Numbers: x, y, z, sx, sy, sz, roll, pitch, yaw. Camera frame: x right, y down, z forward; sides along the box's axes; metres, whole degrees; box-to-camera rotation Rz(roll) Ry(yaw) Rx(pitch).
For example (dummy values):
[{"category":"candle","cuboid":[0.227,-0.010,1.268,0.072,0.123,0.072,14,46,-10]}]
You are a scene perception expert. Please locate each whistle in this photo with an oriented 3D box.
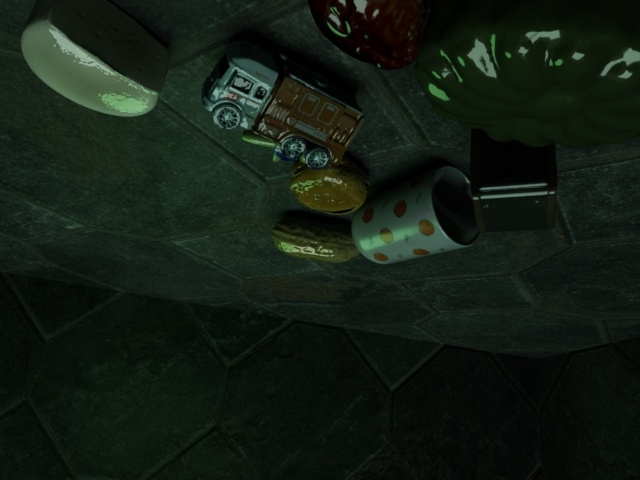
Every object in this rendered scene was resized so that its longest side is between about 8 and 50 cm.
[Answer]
[{"category":"whistle","cuboid":[-0.071,-0.227,1.139,0.228,0.105,0.085,7,122,-7]}]

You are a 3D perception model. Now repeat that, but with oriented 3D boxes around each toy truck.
[{"category":"toy truck","cuboid":[-0.069,-0.273,0.963,0.306,0.136,0.162,20,124,-28]}]

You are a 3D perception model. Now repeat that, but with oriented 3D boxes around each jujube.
[{"category":"jujube","cuboid":[0.082,-0.351,0.735,0.168,0.168,0.236,-7,156,30]}]

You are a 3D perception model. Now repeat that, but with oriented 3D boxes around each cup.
[{"category":"cup","cuboid":[0.242,-0.053,1.316,0.212,0.212,0.317,23,153,-34]}]

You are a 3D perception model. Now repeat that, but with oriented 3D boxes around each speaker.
[{"category":"speaker","cuboid":[0.396,-0.156,0.999,0.153,0.230,0.192,-3,156,23]}]

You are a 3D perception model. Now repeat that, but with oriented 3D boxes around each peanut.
[{"category":"peanut","cuboid":[0.000,0.000,1.615,0.325,0.140,0.153,8,176,-13]}]

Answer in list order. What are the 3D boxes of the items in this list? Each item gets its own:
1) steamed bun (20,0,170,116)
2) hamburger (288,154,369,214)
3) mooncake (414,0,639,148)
[{"category":"steamed bun","cuboid":[-0.423,-0.342,0.909,0.164,0.146,0.242,-17,147,36]},{"category":"hamburger","cuboid":[0.028,-0.153,1.290,0.214,0.108,0.213,9,154,5]},{"category":"mooncake","cuboid":[0.319,-0.262,0.687,0.357,0.194,0.356,17,180,0]}]
